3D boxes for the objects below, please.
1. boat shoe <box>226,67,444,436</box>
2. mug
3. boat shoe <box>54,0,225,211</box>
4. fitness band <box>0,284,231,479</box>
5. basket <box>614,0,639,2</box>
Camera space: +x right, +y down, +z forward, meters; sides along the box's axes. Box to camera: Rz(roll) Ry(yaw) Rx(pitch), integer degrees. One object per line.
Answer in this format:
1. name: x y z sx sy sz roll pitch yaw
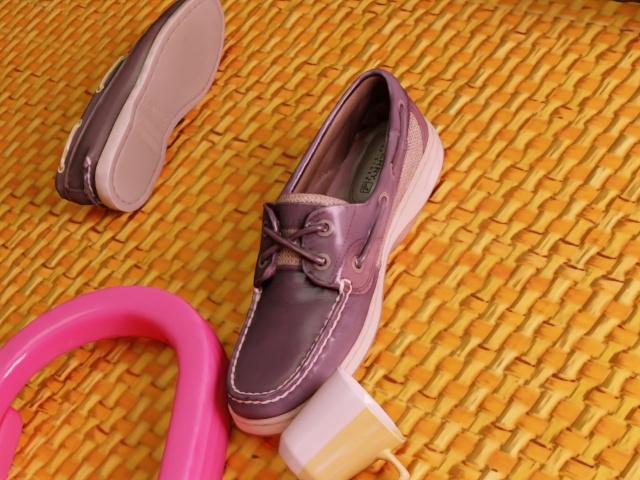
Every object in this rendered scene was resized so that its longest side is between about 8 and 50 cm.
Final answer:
1. boat shoe: 0.000 0.000 1.033 0.103 0.092 0.285 4 51 36
2. mug: 0.011 0.125 0.925 0.064 0.062 0.078 -42 33 1
3. boat shoe: -0.152 -0.124 1.271 0.069 0.081 0.227 4 54 31
4. fitness band: -0.164 0.152 1.016 0.209 0.054 0.291 -14 44 21
5. basket: 0.324 -0.220 1.008 0.204 0.154 0.227 -47 45 -14
